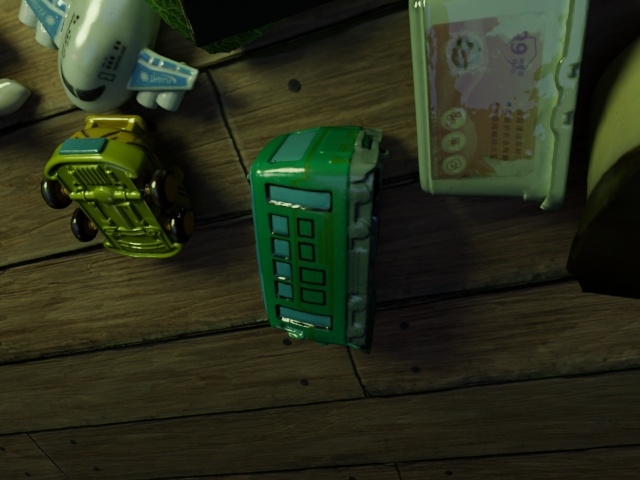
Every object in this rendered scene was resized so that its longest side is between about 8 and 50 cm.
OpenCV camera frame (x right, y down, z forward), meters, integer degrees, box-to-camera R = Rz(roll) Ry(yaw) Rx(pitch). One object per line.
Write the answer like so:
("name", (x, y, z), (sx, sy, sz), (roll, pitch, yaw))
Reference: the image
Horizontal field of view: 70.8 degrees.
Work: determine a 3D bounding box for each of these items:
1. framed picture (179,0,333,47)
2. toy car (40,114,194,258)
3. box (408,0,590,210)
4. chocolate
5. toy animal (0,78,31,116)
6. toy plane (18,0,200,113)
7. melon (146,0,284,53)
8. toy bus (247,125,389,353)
("framed picture", (-0.008, -0.350, 0.448), (0.324, 0.013, 0.244), (-24, 151, -10))
("toy car", (-0.304, -0.084, 0.723), (0.201, 0.142, 0.247), (3, 144, 6))
("box", (0.217, -0.198, 0.579), (0.183, 0.175, 0.311), (-1, 121, 19))
("chocolate", (0.477, -0.112, 0.528), (0.315, 0.296, 0.325), (7, 140, 12))
("toy animal", (-0.559, -0.261, 0.658), (0.179, 0.127, 0.192), (-5, 118, 8))
("toy plane", (-0.284, -0.288, 0.609), (0.267, 0.122, 0.266), (5, 124, 7))
("melon", (-0.146, -0.348, 0.467), (0.196, 0.124, 0.323), (-31, 156, 17))
("toy bus", (0.000, 0.000, 0.710), (0.200, 0.183, 0.343), (4, 121, 9))
